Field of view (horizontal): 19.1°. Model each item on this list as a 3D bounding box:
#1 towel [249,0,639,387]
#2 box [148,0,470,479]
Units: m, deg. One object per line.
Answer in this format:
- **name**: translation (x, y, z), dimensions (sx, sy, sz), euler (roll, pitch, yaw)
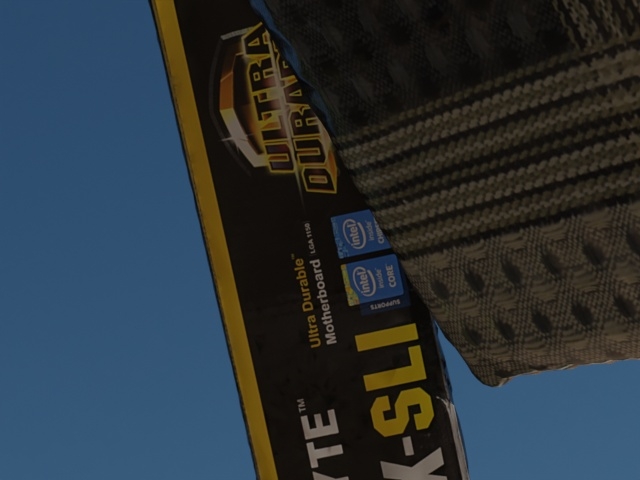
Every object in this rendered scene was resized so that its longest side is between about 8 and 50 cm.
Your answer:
- **towel**: translation (0.074, -0.111, 0.440), dimensions (0.056, 0.312, 0.324), euler (-38, 14, -32)
- **box**: translation (0.000, 0.000, 0.787), dimensions (0.079, 0.257, 0.322), euler (-10, 10, 1)
